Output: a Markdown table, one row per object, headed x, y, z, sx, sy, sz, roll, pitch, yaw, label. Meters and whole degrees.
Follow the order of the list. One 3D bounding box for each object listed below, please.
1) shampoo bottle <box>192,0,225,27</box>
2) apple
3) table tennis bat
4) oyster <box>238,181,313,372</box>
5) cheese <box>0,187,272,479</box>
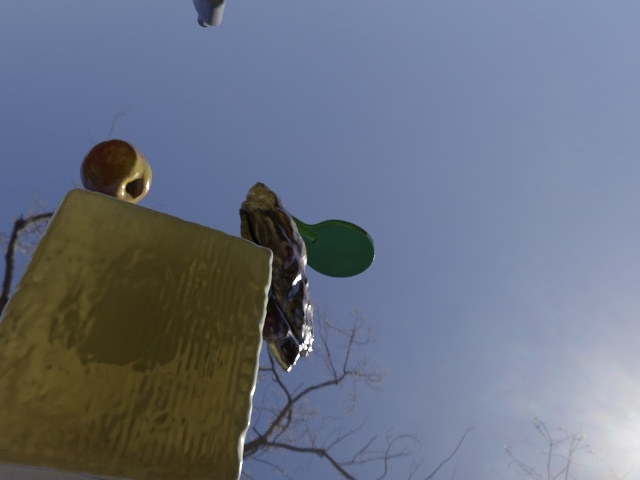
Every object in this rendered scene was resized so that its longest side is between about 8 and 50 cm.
| x | y | z | sx | sy | sz | roll | pitch | yaw | label |
| --- | --- | --- | --- | --- | --- | --- | --- | --- | --- |
| -0.211 | -0.442 | 1.004 | 0.040 | 0.080 | 0.165 | -36 | -171 | -11 | shampoo bottle |
| -0.563 | -0.180 | 1.460 | 0.173 | 0.195 | 0.160 | 41 | -154 | 29 | apple |
| 0.000 | 0.000 | 1.146 | 0.257 | 0.160 | 0.039 | 29 | -142 | -21 | table tennis bat |
| -0.065 | 0.056 | 0.853 | 0.100 | 0.271 | 0.275 | -13 | -161 | -6 | oyster |
| -0.182 | 0.106 | 0.534 | 0.242 | 0.124 | 0.266 | 21 | -130 | -19 | cheese |
